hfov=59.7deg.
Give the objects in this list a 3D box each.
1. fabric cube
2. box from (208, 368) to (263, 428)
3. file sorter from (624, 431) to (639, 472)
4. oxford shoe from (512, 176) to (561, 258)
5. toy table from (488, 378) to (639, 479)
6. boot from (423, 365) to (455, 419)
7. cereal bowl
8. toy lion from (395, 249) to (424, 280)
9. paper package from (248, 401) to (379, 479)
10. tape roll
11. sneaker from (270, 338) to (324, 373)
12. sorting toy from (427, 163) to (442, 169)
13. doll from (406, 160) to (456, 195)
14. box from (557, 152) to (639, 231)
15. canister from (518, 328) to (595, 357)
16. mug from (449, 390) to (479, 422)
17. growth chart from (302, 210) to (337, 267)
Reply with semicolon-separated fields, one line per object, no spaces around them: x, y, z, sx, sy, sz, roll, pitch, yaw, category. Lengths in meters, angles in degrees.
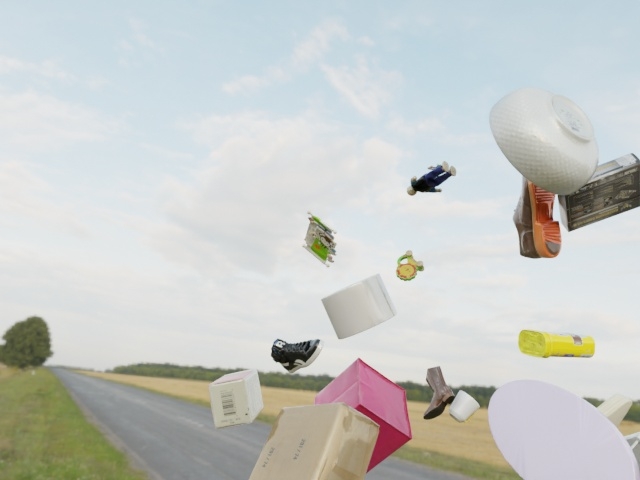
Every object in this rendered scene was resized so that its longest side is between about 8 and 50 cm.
0.147;0.643;2.051;0.254;0.259;0.258;37;-68;-15;fabric cube
-0.285;0.537;1.910;0.127;0.148;0.232;-11;-7;2;box
0.732;0.615;1.347;0.193;0.173;0.277;47;-19;20;file sorter
0.661;-0.121;1.767;0.130;0.363;0.133;2;-7;-32;oxford shoe
0.458;0.373;1.012;0.161;0.252;0.274;29;15;-38;toy table
0.288;0.390;1.442;0.037;0.114;0.106;36;-73;-32;boot
0.644;-0.299;1.545;0.339;0.338;0.141;13;-37;-26;cereal bowl
0.290;0.090;1.867;0.096;0.100;0.034;-30;-44;-10;toy lion
-0.033;0.633;1.544;0.168;0.324;0.310;42;-39;-22;paper package
0.143;0.244;2.087;0.246;0.169;0.246;-24;-6;-3;tape roll
-0.089;0.350;1.781;0.121;0.079;0.217;36;-45;-10;sneaker
0.397;-0.243;1.864;0.062;0.012;0.083;10;-2;-5;sorting toy
0.365;-0.195;1.872;0.129;0.046;0.189;24;-36;-32;doll
0.841;-0.141;1.683;0.231;0.056;0.183;-21;-48;9;box
0.679;0.298;1.607;0.170;0.073;0.126;5;-4;-16;canister
0.365;0.432;1.417;0.078;0.064;0.062;45;-15;-4;mug
0.000;0.000;2.284;0.172;0.021;0.237;34;-38;18;growth chart
